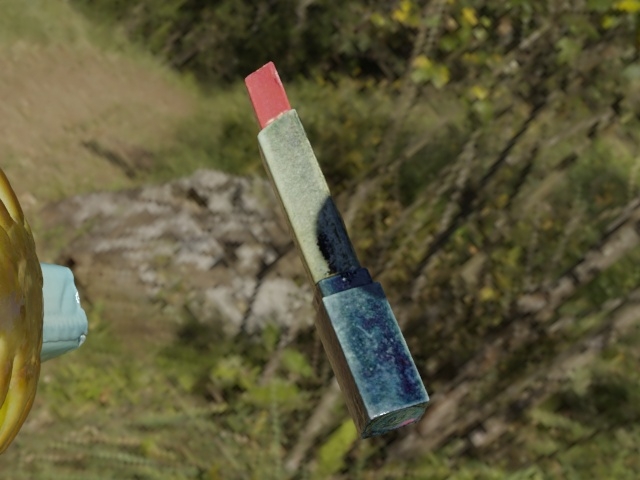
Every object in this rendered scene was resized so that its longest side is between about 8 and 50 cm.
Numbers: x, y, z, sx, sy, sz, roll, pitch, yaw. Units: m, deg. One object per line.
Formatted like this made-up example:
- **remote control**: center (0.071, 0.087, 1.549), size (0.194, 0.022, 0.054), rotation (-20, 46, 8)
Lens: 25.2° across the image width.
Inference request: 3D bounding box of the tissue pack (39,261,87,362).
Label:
- **tissue pack**: center (-0.311, 0.070, 1.049), size (0.263, 0.177, 0.089), rotation (3, 67, -70)

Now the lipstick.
- **lipstick**: center (0.000, 0.000, 1.108), size (0.051, 0.051, 0.312), rotation (101, -31, -63)

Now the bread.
- **bread**: center (-0.214, 0.037, 0.809), size (0.213, 0.105, 0.213), rotation (-11, 90, -87)
